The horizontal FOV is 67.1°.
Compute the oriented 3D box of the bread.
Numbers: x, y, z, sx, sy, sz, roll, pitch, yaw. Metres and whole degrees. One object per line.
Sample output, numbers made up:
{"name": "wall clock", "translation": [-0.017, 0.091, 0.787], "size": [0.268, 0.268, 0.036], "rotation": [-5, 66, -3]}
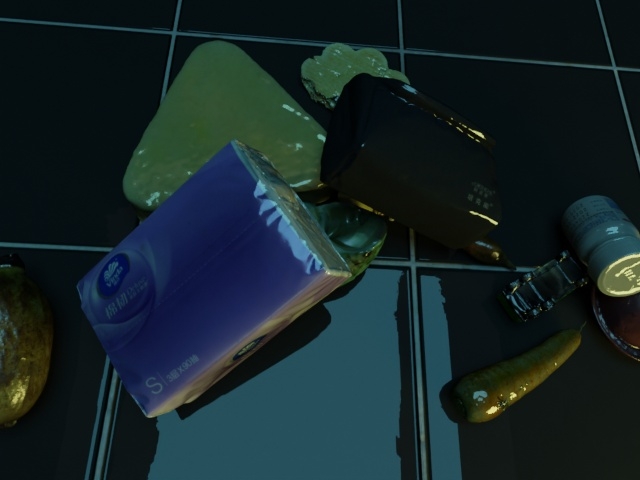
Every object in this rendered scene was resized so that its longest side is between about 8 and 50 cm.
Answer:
{"name": "bread", "translation": [0.087, -0.313, 1.002], "size": [0.181, 0.039, 0.251], "rotation": [-39, 76, -18]}

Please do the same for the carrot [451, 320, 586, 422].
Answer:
{"name": "carrot", "translation": [0.350, 0.210, 0.806], "size": [0.297, 0.078, 0.078], "rotation": [-24, 72, -18]}

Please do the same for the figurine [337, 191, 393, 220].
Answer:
{"name": "figurine", "translation": [0.116, -0.073, 0.895], "size": [0.187, 0.083, 0.083], "rotation": [0, 68, -16]}

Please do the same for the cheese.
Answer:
{"name": "cheese", "translation": [-0.171, -0.213, 0.903], "size": [0.383, 0.104, 0.385], "rotation": [2, 68, -4]}

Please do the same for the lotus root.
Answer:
{"name": "lotus root", "translation": [-0.481, 0.145, 0.721], "size": [0.144, 0.128, 0.261], "rotation": [1, 73, -20]}

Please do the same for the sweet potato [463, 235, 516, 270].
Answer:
{"name": "sweet potato", "translation": [0.314, 0.024, 0.890], "size": [0.117, 0.049, 0.049], "rotation": [32, 69, -4]}

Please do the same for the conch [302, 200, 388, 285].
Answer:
{"name": "conch", "translation": [0.003, 0.002, 0.824], "size": [0.188, 0.122, 0.176], "rotation": [27, 75, 4]}

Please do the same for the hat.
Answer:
{"name": "hat", "translation": [0.580, 0.115, 0.850], "size": [0.205, 0.089, 0.206], "rotation": [2, 68, -5]}

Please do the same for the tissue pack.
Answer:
{"name": "tissue pack", "translation": [-0.155, 0.052, 0.703], "size": [0.338, 0.160, 0.242], "rotation": [-40, 77, 11]}

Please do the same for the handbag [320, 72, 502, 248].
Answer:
{"name": "handbag", "translation": [0.171, -0.165, 0.823], "size": [0.301, 0.178, 0.275], "rotation": [23, 57, -18]}

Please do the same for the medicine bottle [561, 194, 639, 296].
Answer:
{"name": "medicine bottle", "translation": [0.503, 0.005, 0.847], "size": [0.104, 0.105, 0.168], "rotation": [5, 40, -3]}

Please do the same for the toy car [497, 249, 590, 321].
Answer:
{"name": "toy car", "translation": [0.396, 0.082, 0.860], "size": [0.165, 0.062, 0.071], "rotation": [-28, 74, -15]}
